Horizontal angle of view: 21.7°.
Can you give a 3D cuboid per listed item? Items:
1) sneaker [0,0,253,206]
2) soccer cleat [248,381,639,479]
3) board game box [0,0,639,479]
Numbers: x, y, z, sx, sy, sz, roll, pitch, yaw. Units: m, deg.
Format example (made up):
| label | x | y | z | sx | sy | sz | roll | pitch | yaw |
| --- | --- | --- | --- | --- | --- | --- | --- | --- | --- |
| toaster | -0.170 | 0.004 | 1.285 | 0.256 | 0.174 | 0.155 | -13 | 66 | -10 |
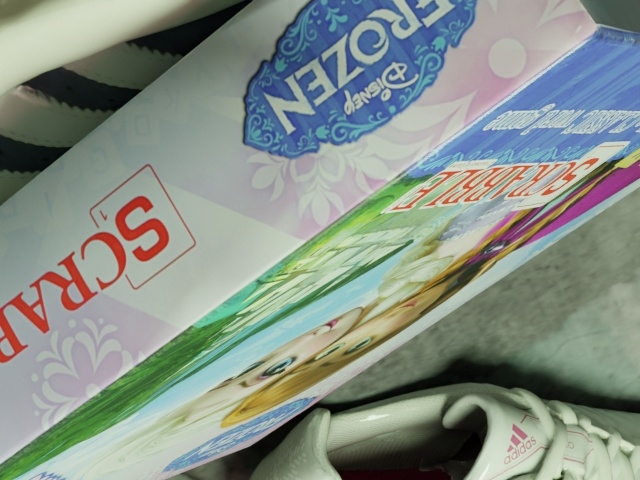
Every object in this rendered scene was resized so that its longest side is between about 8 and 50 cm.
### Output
| label | x | y | z | sx | sy | sz | roll | pitch | yaw |
| --- | --- | --- | --- | --- | --- | --- | --- | --- | --- |
| sneaker | -0.077 | -0.076 | 0.530 | 0.350 | 0.131 | 0.148 | -27 | 157 | 15 |
| soccer cleat | 0.120 | 0.137 | 0.914 | 0.331 | 0.116 | 0.143 | -2 | 143 | -22 |
| board game box | 0.000 | 0.000 | 0.594 | 0.318 | 0.066 | 0.318 | -36 | 169 | 24 |
